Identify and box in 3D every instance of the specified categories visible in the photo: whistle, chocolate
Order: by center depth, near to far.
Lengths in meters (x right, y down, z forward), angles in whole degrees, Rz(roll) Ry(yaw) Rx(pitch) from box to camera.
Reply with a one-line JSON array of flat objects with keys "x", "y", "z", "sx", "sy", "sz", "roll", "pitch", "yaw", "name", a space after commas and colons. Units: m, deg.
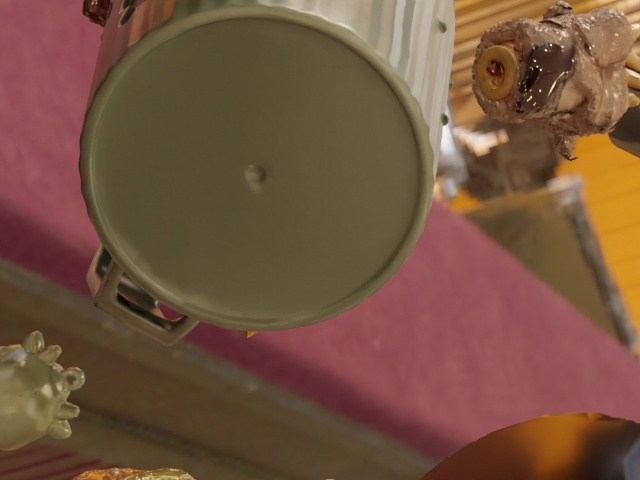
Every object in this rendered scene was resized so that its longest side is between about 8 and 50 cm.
[{"x": 0.176, "y": 0.286, "z": 1.359, "sx": 0.186, "sy": 0.284, "sz": 0.283, "roll": 57, "pitch": 23, "yaw": -18, "name": "chocolate"}, {"x": -0.323, "y": 0.152, "z": 1.535, "sx": 0.092, "sy": 0.244, "sz": 0.110, "roll": -35, "pitch": 108, "yaw": -79, "name": "whistle"}]

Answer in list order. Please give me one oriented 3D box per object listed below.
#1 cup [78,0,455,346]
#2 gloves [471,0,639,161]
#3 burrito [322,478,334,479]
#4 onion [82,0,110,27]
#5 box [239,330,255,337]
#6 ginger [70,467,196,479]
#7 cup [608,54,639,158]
[{"x": -0.044, "y": -0.089, "z": 1.428, "sx": 0.392, "sy": 0.310, "sz": 0.401, "roll": -84, "pitch": 179, "yaw": -65, "name": "cup"}, {"x": 0.174, "y": -0.126, "z": 1.271, "sx": 0.144, "sy": 0.094, "sz": 0.110, "roll": 22, "pitch": 91, "yaw": -47, "name": "gloves"}, {"x": -0.033, "y": 0.372, "z": 2.070, "sx": 0.060, "sy": 0.087, "sz": 0.226, "roll": 48, "pitch": 27, "yaw": -11, "name": "burrito"}, {"x": -0.146, "y": -0.222, "z": 1.657, "sx": 0.098, "sy": 0.151, "sz": 0.206, "roll": -75, "pitch": 171, "yaw": -75, "name": "onion"}, {"x": 0.000, "y": -0.001, "z": 1.885, "sx": 0.074, "sy": 0.240, "sz": 0.153, "roll": 56, "pitch": -14, "yaw": 14, "name": "box"}, {"x": -0.233, "y": 0.346, "z": 1.996, "sx": 0.270, "sy": 0.219, "sz": 0.123, "roll": 107, "pitch": -23, "yaw": -59, "name": "ginger"}, {"x": 0.342, "y": -0.120, "z": 1.567, "sx": 0.129, "sy": 0.128, "sz": 0.095, "roll": 37, "pitch": -32, "yaw": 58, "name": "cup"}]
